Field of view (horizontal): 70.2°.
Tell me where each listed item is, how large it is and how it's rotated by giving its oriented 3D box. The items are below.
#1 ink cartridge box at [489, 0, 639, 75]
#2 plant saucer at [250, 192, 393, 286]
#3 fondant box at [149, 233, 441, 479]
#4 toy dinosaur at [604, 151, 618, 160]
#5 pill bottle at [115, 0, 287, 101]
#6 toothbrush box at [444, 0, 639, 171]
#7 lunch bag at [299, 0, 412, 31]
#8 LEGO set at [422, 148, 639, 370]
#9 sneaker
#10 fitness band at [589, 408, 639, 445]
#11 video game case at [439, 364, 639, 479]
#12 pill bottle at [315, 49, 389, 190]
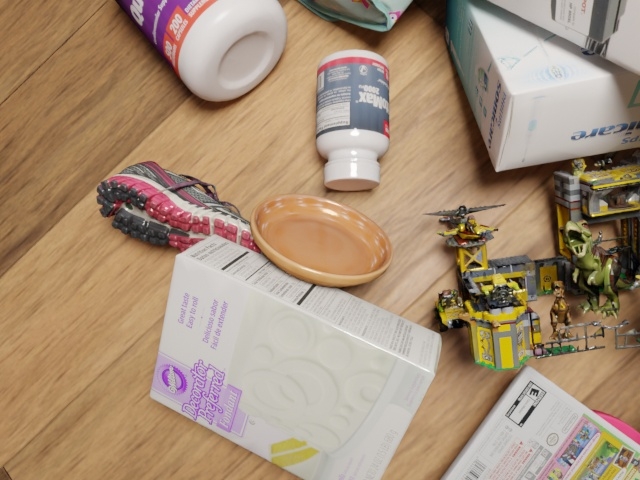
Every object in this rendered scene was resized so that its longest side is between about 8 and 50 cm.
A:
[{"bbox_3d":[0.352,-0.314,0.424,0.285,0.166,0.395,-33,57,-12],"label":"ink cartridge box"},{"bbox_3d":[0.000,0.000,0.626,0.200,0.200,0.037,24,121,11],"label":"plant saucer"},{"bbox_3d":[-0.045,0.167,0.598,0.330,0.096,0.238,23,114,12],"label":"fondant box"},{"bbox_3d":[0.492,-0.230,0.627,0.268,0.064,0.118,-33,94,6],"label":"toy dinosaur"},{"bbox_3d":[-0.210,-0.381,0.691,0.181,0.181,0.323,-41,79,2],"label":"pill bottle"},{"bbox_3d":[0.295,-0.248,0.572,0.216,0.126,0.295,-8,56,8],"label":"toothbrush box"},{"bbox_3d":[0.058,-0.452,0.670,0.223,0.160,0.262,-52,46,0],"label":"lunch bag"},{"bbox_3d":[0.291,0.001,0.533,0.331,0.255,0.192,-7,105,15],"label":"LEGO set"},{"bbox_3d":[-0.174,-0.034,0.686,0.299,0.112,0.121,29,129,0],"label":"sneaker"},{"bbox_3d":[0.305,0.348,0.595,0.291,0.054,0.209,-37,82,4],"label":"fitness band"},{"bbox_3d":[0.276,0.298,0.564,0.193,0.023,0.212,36,89,8],"label":"video game case"},{"bbox_3d":[0.047,-0.169,0.665,0.108,0.108,0.180,0,84,9],"label":"pill bottle"}]
